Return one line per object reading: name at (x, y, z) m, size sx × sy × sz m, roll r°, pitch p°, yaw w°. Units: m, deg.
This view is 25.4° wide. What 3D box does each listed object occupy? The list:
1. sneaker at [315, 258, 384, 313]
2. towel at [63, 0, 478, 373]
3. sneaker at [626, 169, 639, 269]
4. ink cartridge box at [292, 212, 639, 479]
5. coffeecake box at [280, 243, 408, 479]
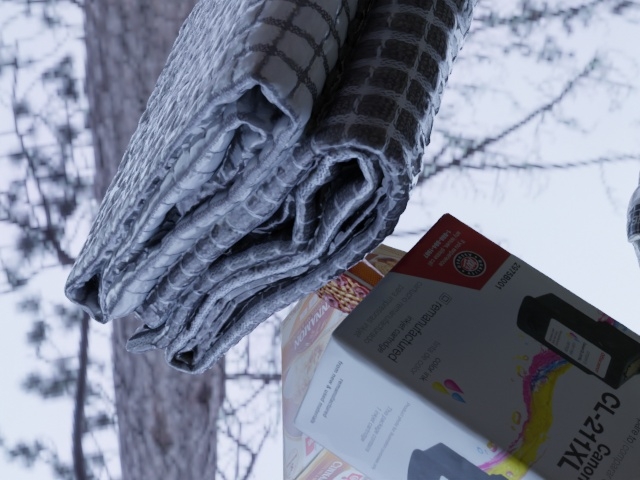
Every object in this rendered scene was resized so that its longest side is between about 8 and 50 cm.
sneaker at (0.000, 0.000, 1.107) m, size 0.175 × 0.064 × 0.067 m, roll 36°, pitch -115°, yaw 27°
towel at (-0.017, -0.073, 0.769) m, size 0.121 × 0.283 × 0.235 m, roll 28°, pitch -125°, yaw -13°
sneaker at (0.312, 0.046, 1.152) m, size 0.090 × 0.235 × 0.095 m, roll -19°, pitch -151°, yaw 38°
ink cartridge box at (0.097, 0.083, 0.698) m, size 0.175 × 0.072 × 0.127 m, roll 33°, pitch -138°, yaw 12°
coffeecake box at (0.026, 0.113, 1.218) m, size 0.068 × 0.142 × 0.185 m, roll 19°, pitch -137°, yaw -22°
